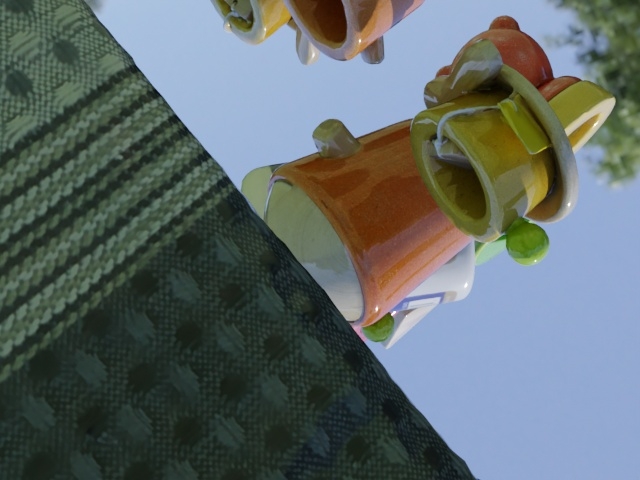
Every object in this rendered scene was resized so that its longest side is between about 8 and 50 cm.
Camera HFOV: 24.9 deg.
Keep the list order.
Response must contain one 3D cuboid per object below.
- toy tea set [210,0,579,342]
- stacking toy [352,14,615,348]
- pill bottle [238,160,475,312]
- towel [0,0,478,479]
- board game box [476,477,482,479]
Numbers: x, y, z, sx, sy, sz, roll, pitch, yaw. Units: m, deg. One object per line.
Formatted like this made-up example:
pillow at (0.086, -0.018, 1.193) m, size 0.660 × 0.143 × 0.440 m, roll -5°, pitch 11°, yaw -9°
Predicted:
toy tea set at (-0.023, -0.098, 0.731) m, size 0.124 × 0.336 × 0.200 m, roll -31°, pitch 170°, yaw -19°
stacking toy at (0.105, -0.046, 1.335) m, size 0.309 × 0.130 × 0.279 m, roll -40°, pitch 166°, yaw -7°
pill bottle at (0.000, 0.000, 0.966) m, size 0.187 × 0.112 × 0.112 m, roll -9°, pitch -160°, yaw -7°
towel at (-0.090, 0.118, 0.309) m, size 0.324 × 0.312 × 0.056 m, roll -40°, pitch -179°, yaw -37°
board game box at (0.052, 0.255, 0.934) m, size 0.165 × 0.243 × 0.042 m, roll 22°, pitch -154°, yaw 18°
